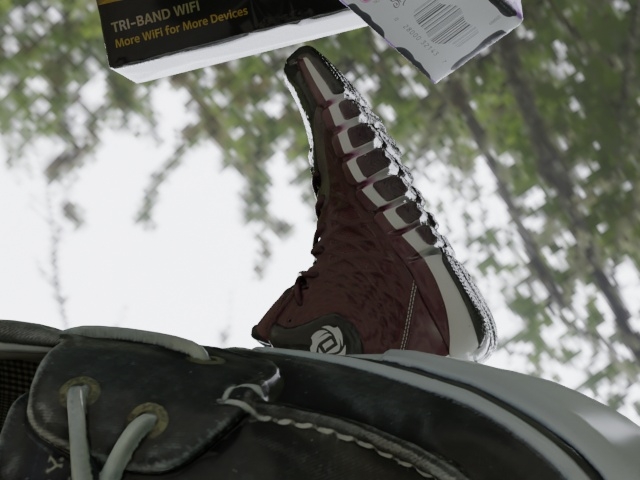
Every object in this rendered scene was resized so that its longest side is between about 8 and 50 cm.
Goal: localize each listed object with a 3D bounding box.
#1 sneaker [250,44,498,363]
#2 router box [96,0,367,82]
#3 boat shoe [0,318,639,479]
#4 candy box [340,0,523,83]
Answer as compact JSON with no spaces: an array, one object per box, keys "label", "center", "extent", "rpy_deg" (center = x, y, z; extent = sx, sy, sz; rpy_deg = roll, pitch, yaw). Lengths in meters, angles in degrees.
[{"label":"sneaker","center":[0.000,0.000,1.348],"extent":[0.162,0.106,0.281],"rpy_deg":[-32,-110,10]},{"label":"router box","center":[-0.041,-0.284,1.475],"extent":[0.309,0.081,0.243],"rpy_deg":[-14,-97,9]},{"label":"boat shoe","center":[-0.051,0.086,0.532],"extent":[0.335,0.119,0.121],"rpy_deg":[1,-96,42]},{"label":"candy box","center":[0.025,-0.213,1.054],"extent":[0.070,0.196,0.165],"rpy_deg":[-35,-145,27]}]
